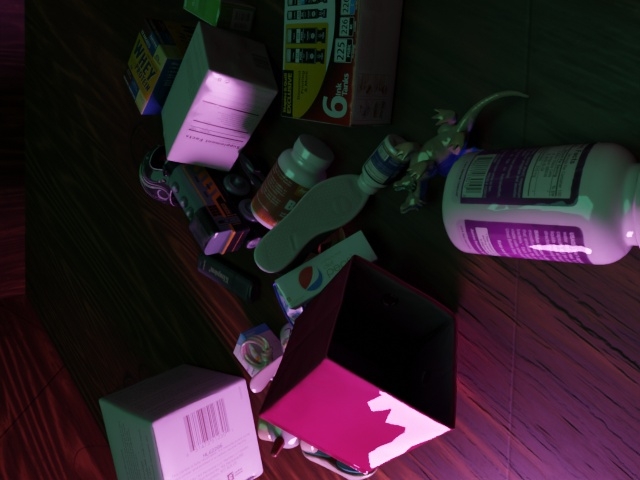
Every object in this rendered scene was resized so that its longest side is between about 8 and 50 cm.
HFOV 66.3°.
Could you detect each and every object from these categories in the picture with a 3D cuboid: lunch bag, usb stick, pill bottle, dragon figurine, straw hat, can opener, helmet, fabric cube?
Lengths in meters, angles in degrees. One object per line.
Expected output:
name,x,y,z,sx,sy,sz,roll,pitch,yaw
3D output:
lunch bag,-0.020,0.145,1.160,0.096,0.129,0.151,-29,79,46
usb stick,-0.282,0.107,1.473,0.278,0.045,0.077,24,118,39
pill bottle,0.347,-0.054,0.710,0.301,0.169,0.169,6,105,44
dragon figurine,0.225,-0.161,0.862,0.289,0.144,0.085,-42,68,22
straw hat,0.000,0.000,1.148,0.144,0.061,0.144,3,99,21
pill bottle,-0.063,-0.131,1.126,0.121,0.121,0.216,52,125,22
pill bottle,0.126,-0.148,0.979,0.067,0.067,0.120,57,133,18
can opener,-0.147,-0.148,1.262,0.059,0.073,0.186,-43,79,34
helmet,-0.470,-0.200,1.497,0.161,0.169,0.169,35,125,14
fabric cube,0.079,0.237,0.936,0.254,0.259,0.258,31,131,-9

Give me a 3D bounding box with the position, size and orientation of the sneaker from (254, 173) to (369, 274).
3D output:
sneaker,-0.021,-0.032,1.070,0.104,0.296,0.147,49,169,5

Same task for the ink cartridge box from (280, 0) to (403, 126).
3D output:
ink cartridge box,0.014,-0.398,0.980,0.272,0.130,0.309,20,115,42

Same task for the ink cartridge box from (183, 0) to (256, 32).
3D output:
ink cartridge box,-0.268,-0.589,1.225,0.209,0.109,0.062,40,125,31

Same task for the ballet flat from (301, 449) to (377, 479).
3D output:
ballet flat,0.057,0.557,1.242,0.248,0.086,0.086,-1,100,47

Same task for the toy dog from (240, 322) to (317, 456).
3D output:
toy dog,-0.091,0.387,1.208,0.220,0.161,0.333,-17,93,17

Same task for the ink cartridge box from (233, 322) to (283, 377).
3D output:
ink cartridge box,-0.160,0.324,1.377,0.143,0.090,0.092,44,128,29

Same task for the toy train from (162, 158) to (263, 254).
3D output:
toy train,-0.287,-0.110,1.315,0.334,0.190,0.142,56,132,18

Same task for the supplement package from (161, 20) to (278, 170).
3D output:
supplement package,-0.258,-0.340,1.207,0.293,0.175,0.177,-46,49,42

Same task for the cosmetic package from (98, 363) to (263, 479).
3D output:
cosmetic package,-0.449,0.625,1.577,0.394,0.329,0.327,-5,98,46

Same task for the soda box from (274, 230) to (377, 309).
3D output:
soda box,0.015,0.066,1.057,0.216,0.069,0.074,-31,78,3

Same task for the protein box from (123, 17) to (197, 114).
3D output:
protein box,-0.383,-0.455,1.311,0.201,0.200,0.136,-43,71,42
